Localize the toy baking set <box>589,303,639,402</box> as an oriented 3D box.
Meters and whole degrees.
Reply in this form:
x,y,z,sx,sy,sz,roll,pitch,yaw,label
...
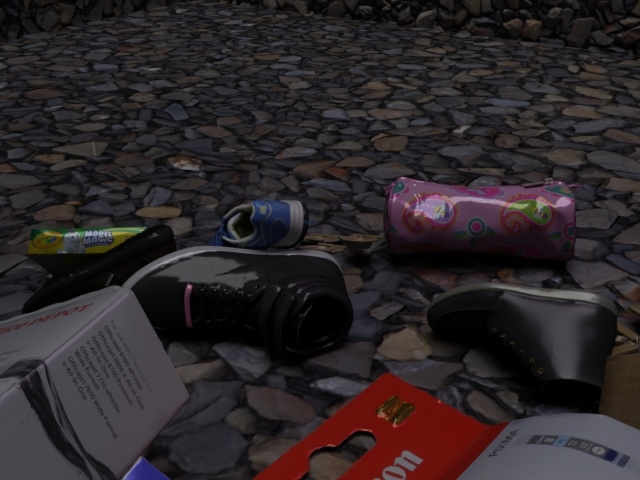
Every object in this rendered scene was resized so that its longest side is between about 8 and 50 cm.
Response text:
x,y,z,sx,sy,sz,roll,pitch,yaw,label
0.396,0.146,0.859,0.196,0.030,0.256,-2,27,3,toy baking set

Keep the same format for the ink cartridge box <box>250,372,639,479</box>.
x,y,z,sx,sy,sz,roll,pitch,yaw,label
0.126,0.230,0.629,0.384,0.091,0.308,23,35,35,ink cartridge box

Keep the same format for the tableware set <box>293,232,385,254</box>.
x,y,z,sx,sy,sz,roll,pitch,yaw,label
0.000,0.000,1.086,0.141,0.020,0.168,8,9,38,tableware set

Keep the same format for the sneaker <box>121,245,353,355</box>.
x,y,z,sx,sy,sz,roll,pitch,yaw,label
-0.094,0.077,0.904,0.295,0.105,0.147,-4,22,-17,sneaker

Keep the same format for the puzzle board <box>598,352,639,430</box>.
x,y,z,sx,sy,sz,roll,pitch,yaw,label
0.318,0.155,0.716,0.011,0.097,0.128,22,-19,-17,puzzle board

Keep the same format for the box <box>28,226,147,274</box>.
x,y,z,sx,sy,sz,roll,pitch,yaw,label
-0.298,0.015,1.034,0.179,0.105,0.043,1,72,-2,box

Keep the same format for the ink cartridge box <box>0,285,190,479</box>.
x,y,z,sx,sy,sz,roll,pitch,yaw,label
-0.288,0.182,0.602,0.223,0.129,0.307,-16,18,31,ink cartridge box

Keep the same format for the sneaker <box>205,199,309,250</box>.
x,y,z,sx,sy,sz,roll,pitch,yaw,label
-0.107,-0.013,1.014,0.081,0.080,0.211,13,-27,-37,sneaker

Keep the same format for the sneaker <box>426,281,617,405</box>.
x,y,z,sx,sy,sz,roll,pitch,yaw,label
0.220,0.118,0.855,0.221,0.083,0.118,-3,48,28,sneaker

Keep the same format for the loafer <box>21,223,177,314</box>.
x,y,z,sx,sy,sz,roll,pitch,yaw,label
-0.275,0.059,0.949,0.220,0.078,0.080,-26,13,5,loafer

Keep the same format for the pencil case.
x,y,z,sx,sy,sz,roll,pitch,yaw,label
0.235,-0.033,1.098,0.283,0.124,0.124,1,27,5,pencil case

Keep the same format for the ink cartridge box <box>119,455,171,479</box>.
x,y,z,sx,sy,sz,roll,pitch,yaw,label
-0.090,0.267,0.438,0.208,0.045,0.206,38,55,1,ink cartridge box
